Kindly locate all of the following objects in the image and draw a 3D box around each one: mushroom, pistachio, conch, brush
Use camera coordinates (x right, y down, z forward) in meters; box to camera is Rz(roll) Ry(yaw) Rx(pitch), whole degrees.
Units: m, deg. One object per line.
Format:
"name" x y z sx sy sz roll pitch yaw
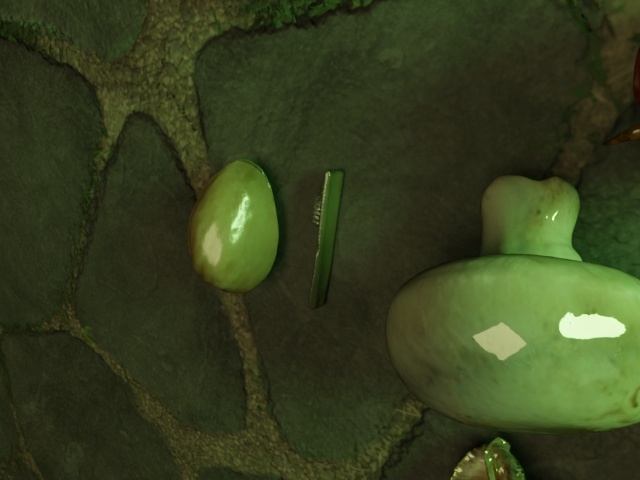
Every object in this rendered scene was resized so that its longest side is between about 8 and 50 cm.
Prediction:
"mushroom" 0.182 0.057 0.440 0.243 0.243 0.244 10 110 30
"pistachio" -0.119 -0.017 0.651 0.126 0.108 0.186 6 102 6
"conch" 0.206 0.333 0.534 0.155 0.130 0.207 -23 77 22
"brush" 0.000 0.000 0.622 0.027 0.034 0.191 22 116 36

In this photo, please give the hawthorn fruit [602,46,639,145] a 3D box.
"hawthorn fruit" 0.293 -0.107 0.316 0.200 0.179 0.179 -16 95 36
